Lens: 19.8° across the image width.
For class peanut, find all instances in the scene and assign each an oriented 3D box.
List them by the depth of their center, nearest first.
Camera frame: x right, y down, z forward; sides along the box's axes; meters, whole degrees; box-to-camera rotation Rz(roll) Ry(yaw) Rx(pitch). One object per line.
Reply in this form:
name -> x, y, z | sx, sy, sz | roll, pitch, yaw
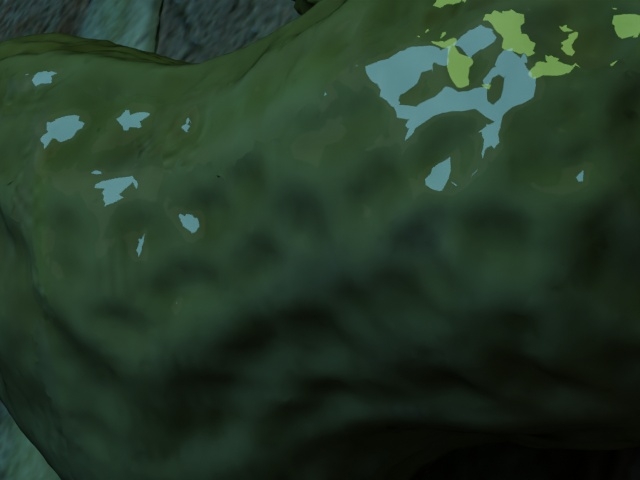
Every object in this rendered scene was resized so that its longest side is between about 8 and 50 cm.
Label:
peanut -> -0.001, 0.009, 0.504 | 0.291, 0.159, 0.143 | -4, 9, 41

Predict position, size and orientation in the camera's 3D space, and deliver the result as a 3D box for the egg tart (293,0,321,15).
egg tart -> 0.084, -0.144, 0.580 | 0.241, 0.106, 0.241 | -33, 31, 23
